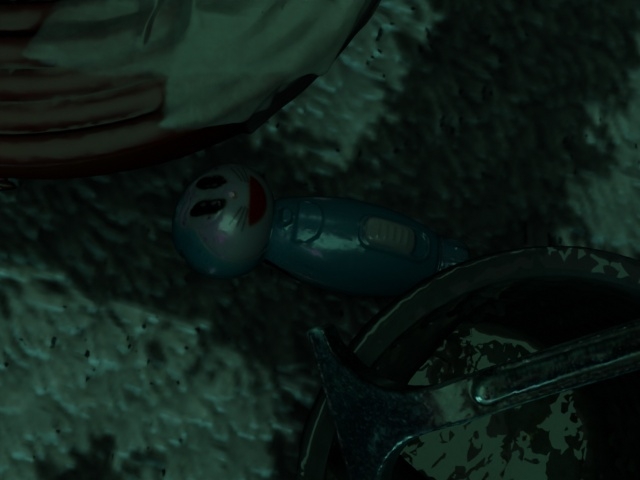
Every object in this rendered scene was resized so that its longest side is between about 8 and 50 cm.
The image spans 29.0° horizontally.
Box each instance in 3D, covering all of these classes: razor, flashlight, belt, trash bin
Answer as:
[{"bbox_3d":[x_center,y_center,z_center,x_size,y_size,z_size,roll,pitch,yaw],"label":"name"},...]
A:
[{"bbox_3d":[0.096,0.035,0.390,0.190,0.033,0.066,-15,89,-6],"label":"razor"},{"bbox_3d":[0.000,0.000,0.538,0.129,0.051,0.051,11,88,-11],"label":"flashlight"},{"bbox_3d":[-0.120,-0.133,0.495,0.323,0.115,0.227,11,90,-3],"label":"belt"},{"bbox_3d":[0.074,0.092,0.482,0.175,0.161,0.175,0,87,-3],"label":"trash bin"}]
